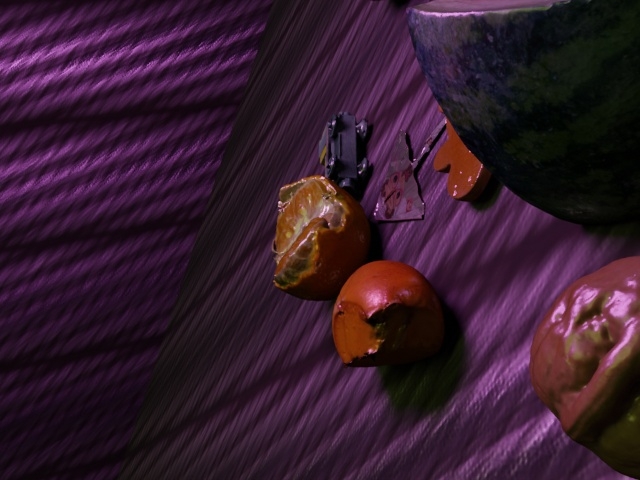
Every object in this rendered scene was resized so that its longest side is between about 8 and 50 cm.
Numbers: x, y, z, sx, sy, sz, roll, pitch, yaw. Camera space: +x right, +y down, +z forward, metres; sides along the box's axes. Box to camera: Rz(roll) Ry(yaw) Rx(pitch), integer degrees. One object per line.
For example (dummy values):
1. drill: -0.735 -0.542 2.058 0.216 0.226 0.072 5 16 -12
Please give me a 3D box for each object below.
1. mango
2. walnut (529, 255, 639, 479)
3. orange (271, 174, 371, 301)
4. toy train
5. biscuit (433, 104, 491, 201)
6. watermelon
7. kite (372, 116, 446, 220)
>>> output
1. mango: 0.083 0.103 0.982 0.252 0.126 0.153 175 100 -77
2. walnut: 0.243 0.091 0.536 0.167 0.149 0.166 -3 86 39
3. orange: 0.005 0.001 1.230 0.179 0.159 0.237 -59 23 24
4. toy train: 0.042 -0.157 1.407 0.132 0.083 0.200 115 163 -52
5. biscuit: 0.213 -0.154 0.990 0.158 0.035 0.240 133 150 -55
6. watermelon: 0.241 -0.193 0.634 0.283 0.251 0.292 -23 54 59
7. kite: 0.151 -0.117 1.162 0.250 0.012 0.229 -57 27 35
